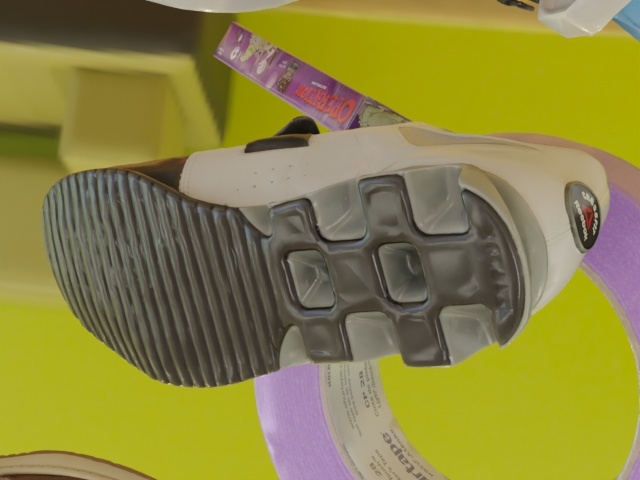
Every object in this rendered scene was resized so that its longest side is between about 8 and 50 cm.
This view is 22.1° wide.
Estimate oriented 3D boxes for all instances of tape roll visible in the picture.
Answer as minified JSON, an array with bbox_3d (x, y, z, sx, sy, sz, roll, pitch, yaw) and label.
[{"bbox_3d":[0.103,0.076,0.943,0.275,0.274,0.090,0,-172,23],"label":"tape roll"}]

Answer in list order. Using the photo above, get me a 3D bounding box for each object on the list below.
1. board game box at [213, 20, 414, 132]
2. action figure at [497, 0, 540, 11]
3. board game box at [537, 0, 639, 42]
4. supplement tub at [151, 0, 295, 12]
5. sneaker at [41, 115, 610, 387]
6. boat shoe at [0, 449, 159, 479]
[{"bbox_3d":[0.045,-0.110,1.529,0.208,0.056,0.347,32,-176,-27],"label":"board game box"},{"bbox_3d":[0.187,-0.277,1.332,0.141,0.164,0.275,8,177,0],"label":"action figure"},{"bbox_3d":[0.220,-0.269,0.452,0.050,0.390,0.390,34,130,-14],"label":"board game box"},{"bbox_3d":[-0.038,-0.302,0.822,0.241,0.241,0.331,8,142,-9],"label":"supplement tub"},{"bbox_3d":[0.000,0.000,0.859,0.331,0.122,0.146,2,-160,37],"label":"sneaker"},{"bbox_3d":[-0.259,0.242,1.330,0.342,0.123,0.123,9,146,7],"label":"boat shoe"}]
